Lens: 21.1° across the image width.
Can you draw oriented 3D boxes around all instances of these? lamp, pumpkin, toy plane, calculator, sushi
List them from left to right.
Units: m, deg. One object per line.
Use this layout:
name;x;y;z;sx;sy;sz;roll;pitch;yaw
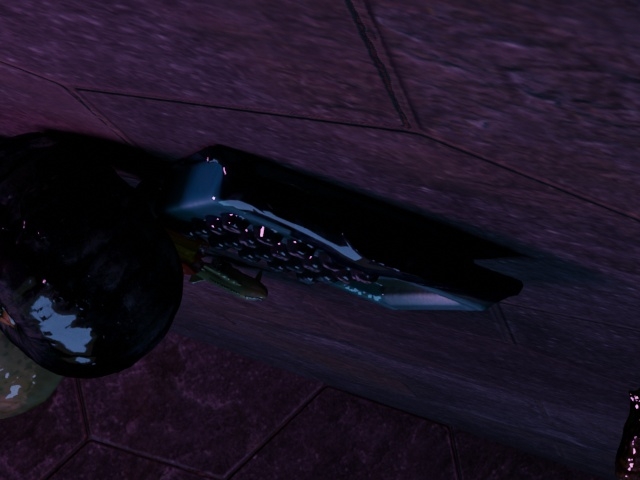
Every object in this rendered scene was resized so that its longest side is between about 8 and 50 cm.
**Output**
pumpkin;-0.230;0.014;1.510;0.233;0.163;0.233;39;163;15
lamp;-0.204;-0.054;1.607;0.121;0.041;0.054;15;164;2
toy plane;-0.111;0.044;2.057;0.111;0.040;0.102;14;173;19
calculator;0.000;0.000;1.424;0.274;0.058;0.248;21;171;-16
sushi;0.373;0.198;1.724;0.124;0.127;0.225;13;179;26

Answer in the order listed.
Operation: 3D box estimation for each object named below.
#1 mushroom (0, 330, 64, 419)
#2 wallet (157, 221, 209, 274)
mushroom;-0.392;0.059;1.723;0.217;0.212;0.292;10;-149;-27
wallet;-0.229;-0.015;1.809;0.141;0.067;0.241;11;170;29
